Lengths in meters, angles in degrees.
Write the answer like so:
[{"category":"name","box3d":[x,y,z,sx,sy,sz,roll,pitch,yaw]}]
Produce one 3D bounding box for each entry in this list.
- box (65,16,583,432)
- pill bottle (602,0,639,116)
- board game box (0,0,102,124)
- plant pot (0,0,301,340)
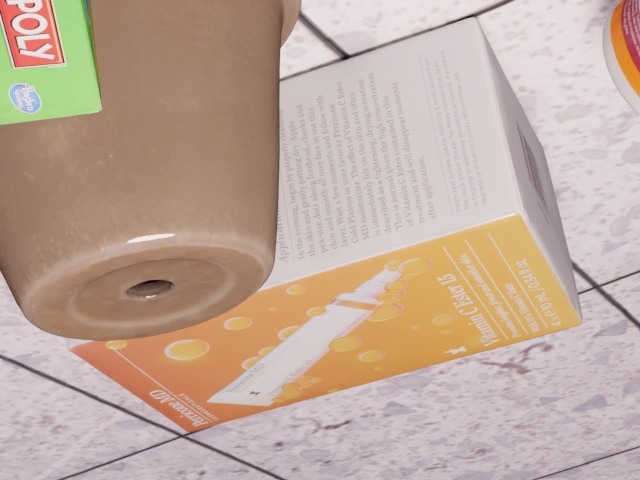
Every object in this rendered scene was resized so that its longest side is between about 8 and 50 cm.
[{"category":"box","box3d":[0.000,0.000,1.191,0.345,0.168,0.215,-17,151,15]},{"category":"pill bottle","box3d":[0.299,-0.166,1.022,0.121,0.121,0.221,10,147,-32]},{"category":"board game box","box3d":[-0.124,-0.232,0.561,0.046,0.317,0.213,-8,153,-4]},{"category":"plant pot","box3d":[-0.125,-0.071,0.928,0.263,0.229,0.263,-11,157,-5]}]
